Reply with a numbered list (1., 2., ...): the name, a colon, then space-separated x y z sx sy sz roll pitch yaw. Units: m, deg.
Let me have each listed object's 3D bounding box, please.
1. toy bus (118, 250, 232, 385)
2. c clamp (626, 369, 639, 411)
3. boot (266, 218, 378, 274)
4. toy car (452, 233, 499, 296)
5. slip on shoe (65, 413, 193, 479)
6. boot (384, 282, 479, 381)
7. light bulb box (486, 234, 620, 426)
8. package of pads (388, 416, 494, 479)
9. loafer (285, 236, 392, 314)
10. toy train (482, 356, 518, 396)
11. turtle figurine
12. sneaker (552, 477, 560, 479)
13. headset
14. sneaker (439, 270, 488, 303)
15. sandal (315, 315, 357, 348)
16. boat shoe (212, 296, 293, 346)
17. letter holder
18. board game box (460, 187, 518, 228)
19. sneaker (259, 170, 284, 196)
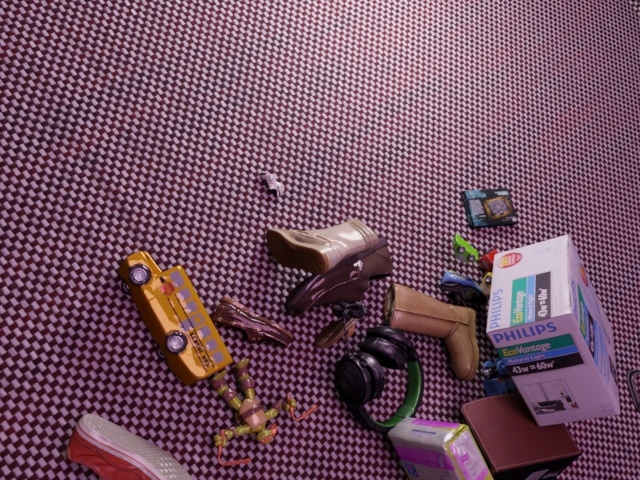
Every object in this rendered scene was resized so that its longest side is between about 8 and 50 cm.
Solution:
1. toy bus: -0.348 0.177 1.625 0.130 0.108 0.332 -27 85 -32
2. c clamp: 1.071 0.499 2.263 0.137 0.022 0.160 -14 80 -24
3. boot: 0.000 0.000 1.796 0.204 0.262 0.095 -23 115 -34
4. toy car: 0.465 0.066 2.053 0.225 0.053 0.239 38 32 -18
5. slip on shoe: -0.402 0.501 1.493 0.331 0.123 0.101 36 92 -16
6. boot: 0.308 0.261 1.937 0.270 0.089 0.236 17 55 -20
7. light bulb box: 0.637 0.243 1.876 0.361 0.225 0.358 58 31 -23
8. package of pads: 0.322 0.590 1.705 0.101 0.229 0.296 -31 100 -33
9. loafer: 0.070 0.112 1.840 0.366 0.134 0.130 -29 86 -31
10. toy train: 0.554 0.392 2.014 0.184 0.080 0.105 -10 85 -32
11. turtle figurine: -0.160 0.399 1.650 0.270 0.087 0.217 -25 77 -22
12. sneaker: 0.728 0.791 1.936 0.293 0.102 0.146 48 58 -3
13. headset: 0.149 0.314 1.759 0.243 0.185 0.394 -43 110 -30
14. sneaker: 0.425 0.149 2.048 0.188 0.078 0.067 24 20 -31
15. sandal: 0.062 0.237 1.838 0.180 0.072 0.049 -39 113 -36
16. boat shoe: -0.172 0.221 1.721 0.207 0.073 0.073 28 63 -7
17. letter holder: 0.514 0.552 1.890 0.302 0.152 0.214 -1 46 -27
18. board game box: 0.546 -0.106 2.218 0.186 0.026 0.126 -5 74 -27
19. sneaker: -0.138 -0.155 1.895 0.083 0.032 0.037 41 59 -7
